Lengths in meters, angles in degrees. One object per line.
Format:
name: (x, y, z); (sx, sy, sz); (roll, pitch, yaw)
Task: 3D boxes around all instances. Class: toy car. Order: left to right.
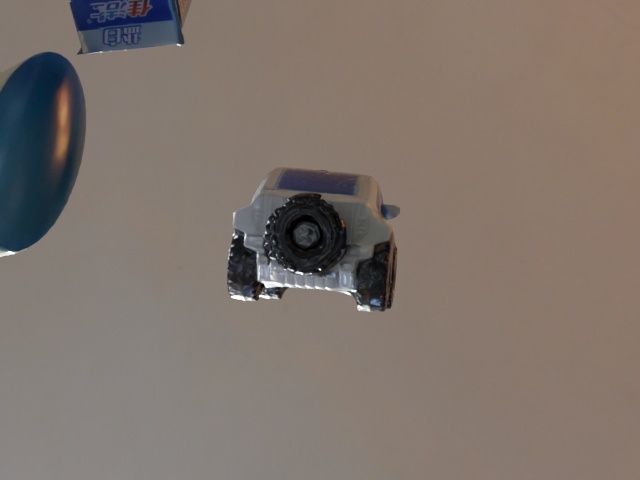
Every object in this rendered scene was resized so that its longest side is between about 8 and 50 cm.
toy car: (0.000, 0.000, 0.609); (0.080, 0.171, 0.070); (5, -93, 6)

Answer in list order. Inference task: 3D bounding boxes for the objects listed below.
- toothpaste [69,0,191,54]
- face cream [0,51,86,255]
toothpaste: (-0.106, -0.202, 0.752); (0.066, 0.272, 0.053); (-4, -56, 5)
face cream: (-0.247, -0.043, 0.782); (0.067, 0.285, 0.139); (29, -112, -32)
